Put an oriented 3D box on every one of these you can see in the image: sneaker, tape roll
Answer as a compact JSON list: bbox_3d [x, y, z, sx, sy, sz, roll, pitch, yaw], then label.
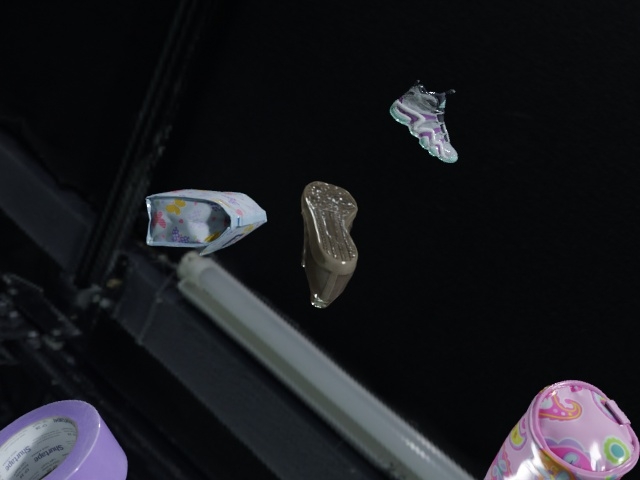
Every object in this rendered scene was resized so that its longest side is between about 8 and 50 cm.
[{"bbox_3d":[0.134,-0.141,1.061,0.098,0.038,0.069,43,-68,4],"label":"sneaker"},{"bbox_3d":[-0.347,0.296,1.181,0.189,0.189,0.080,1,-53,36],"label":"tape roll"},{"bbox_3d":[0.000,0.000,1.030,0.066,0.188,0.071,19,-62,-10],"label":"sneaker"}]

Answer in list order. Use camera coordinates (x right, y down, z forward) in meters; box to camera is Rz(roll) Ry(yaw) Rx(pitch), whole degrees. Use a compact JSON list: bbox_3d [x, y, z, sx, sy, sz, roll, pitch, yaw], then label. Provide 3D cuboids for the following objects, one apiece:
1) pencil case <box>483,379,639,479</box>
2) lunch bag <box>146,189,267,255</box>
[{"bbox_3d":[0.248,0.275,1.033,0.124,0.124,0.284,42,-35,27],"label":"pencil case"},{"bbox_3d":[-0.096,-0.017,0.792,0.083,0.071,0.053,2,-82,18],"label":"lunch bag"}]
